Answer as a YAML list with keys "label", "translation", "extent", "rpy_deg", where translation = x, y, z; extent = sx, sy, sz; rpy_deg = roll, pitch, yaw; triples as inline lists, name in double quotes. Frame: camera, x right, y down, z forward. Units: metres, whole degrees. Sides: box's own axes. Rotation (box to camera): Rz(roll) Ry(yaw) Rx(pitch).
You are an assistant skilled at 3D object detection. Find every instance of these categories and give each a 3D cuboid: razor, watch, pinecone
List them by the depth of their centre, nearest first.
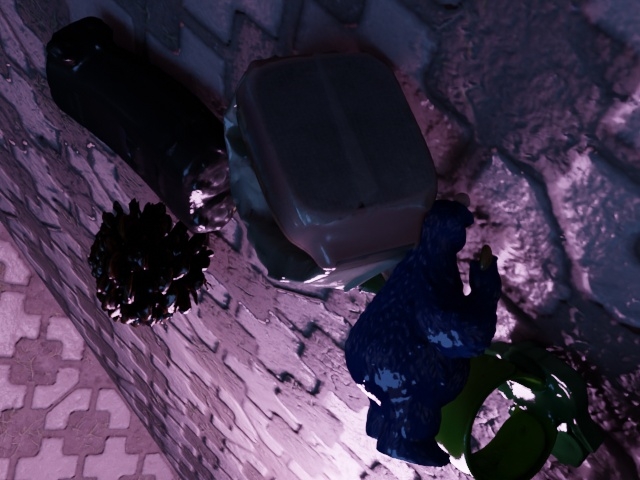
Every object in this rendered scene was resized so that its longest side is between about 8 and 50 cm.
- label: "watch"
  translation: [-0.020, -0.062, 0.730]
  extent: [0.241, 0.162, 0.253]
  rpy_deg: [125, 130, -59]
- label: "watch"
  translation: [0.200, 0.198, 0.760]
  extent: [0.131, 0.152, 0.165]
  rpy_deg: [18, 133, 58]
- label: "razor"
  translation: [-0.239, -0.159, 0.989]
  extent: [0.327, 0.107, 0.189]
  rpy_deg: [40, 150, 18]
- label: "pinecone"
  translation: [-0.275, 0.036, 1.183]
  extent: [0.221, 0.221, 0.221]
  rpy_deg: [34, 148, 25]

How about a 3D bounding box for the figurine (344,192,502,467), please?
- label: "figurine"
  translation: [0.091, 0.078, 0.697]
  extent: [0.121, 0.262, 0.164]
  rpy_deg: [15, 164, -21]

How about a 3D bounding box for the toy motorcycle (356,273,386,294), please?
- label: "toy motorcycle"
  translation: [0.000, 0.000, 0.897]
  extent: [0.190, 0.074, 0.106]
  rpy_deg: [30, 155, 29]
